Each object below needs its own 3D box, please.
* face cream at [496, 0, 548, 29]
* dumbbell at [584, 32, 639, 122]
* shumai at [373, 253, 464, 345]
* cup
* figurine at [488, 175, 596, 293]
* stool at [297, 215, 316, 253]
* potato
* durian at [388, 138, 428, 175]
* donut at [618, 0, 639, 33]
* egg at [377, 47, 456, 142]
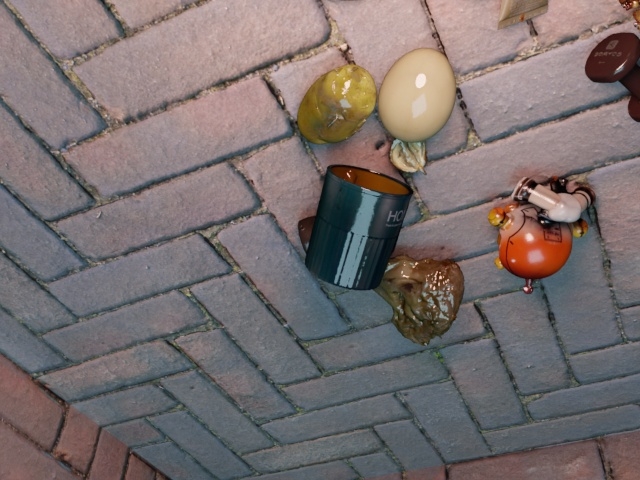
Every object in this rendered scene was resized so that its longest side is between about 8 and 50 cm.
[{"bbox_3d":[0.450,-0.619,1.523,0.137,0.084,0.341,-22,140,-11],"label":"face cream"},{"bbox_3d":[0.754,-0.387,1.709,0.225,0.140,0.124,31,88,-27],"label":"dumbbell"},{"bbox_3d":[0.283,0.170,2.267,0.283,0.217,0.346,19,137,-17],"label":"shumai"},{"bbox_3d":[0.103,-0.042,1.994,0.242,0.308,0.292,17,107,6],"label":"cup"},{"bbox_3d":[0.635,-0.018,2.065,0.320,0.196,0.323,6,127,-12],"label":"figurine"},{"bbox_3d":[0.000,0.000,2.175,0.121,0.125,0.217,-17,146,6],"label":"stool"},{"bbox_3d":[0.041,-0.335,1.795,0.169,0.143,0.248,47,131,-7],"label":"potato"},{"bbox_3d":[0.247,-0.238,1.941,0.110,0.071,0.140,-32,111,24],"label":"durian"},{"bbox_3d":[0.731,-0.544,1.583,0.141,0.085,0.217,-30,129,29],"label":"donut"},{"bbox_3d":[0.236,-0.353,1.738,0.186,0.186,0.241,8,127,-6],"label":"egg"}]
